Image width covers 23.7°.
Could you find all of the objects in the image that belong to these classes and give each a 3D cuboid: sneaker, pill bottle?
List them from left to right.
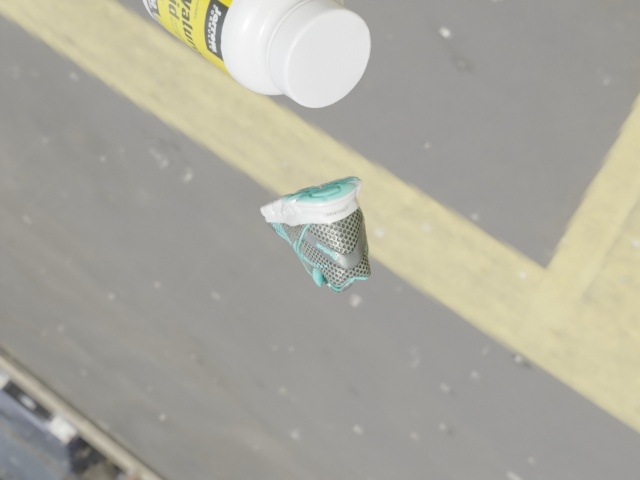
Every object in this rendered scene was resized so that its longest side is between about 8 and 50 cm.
[{"bbox_3d":[-0.029,-0.107,0.711,0.116,0.065,0.065,38,165,42],"label":"pill bottle"},{"bbox_3d":[0.000,0.000,1.062,0.166,0.065,0.076,-166,59,-84],"label":"sneaker"}]
